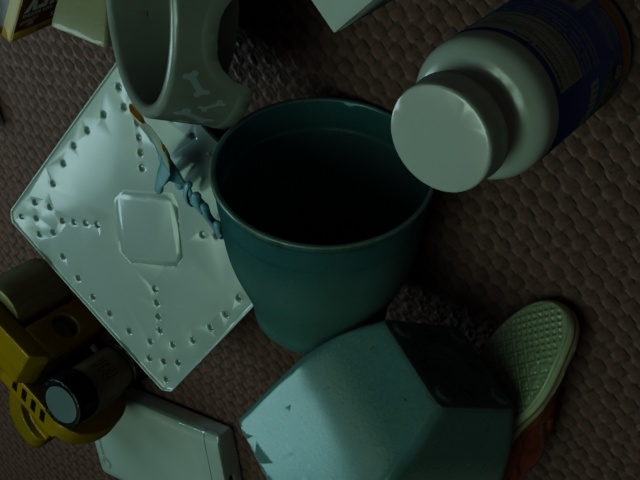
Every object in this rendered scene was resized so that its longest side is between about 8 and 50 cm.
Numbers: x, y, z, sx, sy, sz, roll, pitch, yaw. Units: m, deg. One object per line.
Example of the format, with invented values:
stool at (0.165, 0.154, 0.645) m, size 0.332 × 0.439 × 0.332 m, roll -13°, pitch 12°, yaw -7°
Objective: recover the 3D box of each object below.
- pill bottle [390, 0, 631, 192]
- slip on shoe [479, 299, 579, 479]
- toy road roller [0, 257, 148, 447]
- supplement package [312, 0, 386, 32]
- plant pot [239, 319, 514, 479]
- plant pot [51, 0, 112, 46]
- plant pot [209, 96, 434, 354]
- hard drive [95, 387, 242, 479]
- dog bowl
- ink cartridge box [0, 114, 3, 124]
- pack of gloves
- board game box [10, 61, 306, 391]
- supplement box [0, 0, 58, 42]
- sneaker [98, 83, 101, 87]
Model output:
pill bottle at (0.191, -0.153, 1.150) m, size 0.152 × 0.272 × 0.152 m, roll 23°, pitch 131°, yaw 29°
slip on shoe at (0.259, 0.213, 1.484) m, size 0.123 × 0.101 × 0.331 m, roll 50°, pitch 133°, yaw 44°
toy road roller at (-0.490, 0.221, 2.043) m, size 0.329 × 0.202 × 0.240 m, roll 47°, pitch 128°, yaw 8°
supplement package at (0.060, -0.358, 1.179) m, size 0.149 × 0.203 × 0.194 m, roll -31°, pitch 95°, yaw 48°
plant pot at (0.095, 0.237, 1.441) m, size 0.252 × 0.247 × 0.247 m, roll -55°, pitch 48°, yaw 26°
plant pot at (-0.297, -0.338, 1.593) m, size 0.109 × 0.109 × 0.096 m, roll 25°, pitch 118°, yaw 28°
plant pot at (0.000, 0.000, 1.451) m, size 0.271 × 0.271 × 0.255 m, roll 29°, pitch 142°, yaw 24°
hard drive at (-0.294, 0.394, 2.132) m, size 0.353 × 0.047 × 0.233 m, roll 15°, pitch 127°, yaw 35°
dog bowl at (-0.177, -0.303, 1.372) m, size 0.349 × 0.102 × 0.349 m, roll 172°, pitch 90°, yaw -68°
ink cartridge box at (-0.623, -0.260, 1.961) m, size 0.109 × 0.063 × 0.150 m, roll 6°, pitch 122°, yaw 39°
pack of gloves at (-0.190, -0.060, 1.530) m, size 0.195 × 0.046 × 0.232 m, roll 53°, pitch 175°, yaw 14°
board game box at (-0.248, -0.023, 1.727) m, size 0.390 × 0.050 × 0.390 m, roll 47°, pitch 122°, yaw 6°
supplement box at (-0.440, -0.430, 1.631) m, size 0.194 × 0.129 × 0.191 m, roll 44°, pitch 137°, yaw 9°
sneaker at (-0.322, -0.231, 1.737) m, size 0.037 × 0.032 × 0.083 m, roll 46°, pitch 136°, yaw 13°
